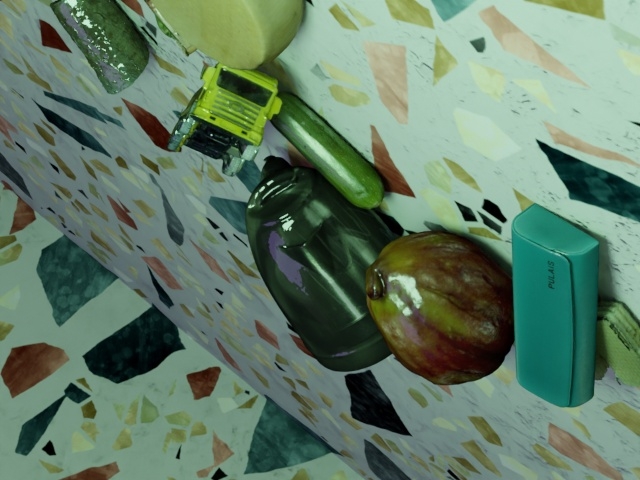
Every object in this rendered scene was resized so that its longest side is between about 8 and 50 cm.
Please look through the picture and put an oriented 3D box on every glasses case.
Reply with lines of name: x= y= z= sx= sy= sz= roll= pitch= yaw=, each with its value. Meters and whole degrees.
glasses case: x=0.312 y=0.100 z=1.600 sx=0.117 sy=0.070 sz=0.301 roll=35 pitch=147 yaw=39

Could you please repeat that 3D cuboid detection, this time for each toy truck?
toy truck: x=-0.142 y=-0.198 z=1.786 sx=0.124 sy=0.157 sz=0.272 roll=23 pitch=171 yaw=-11

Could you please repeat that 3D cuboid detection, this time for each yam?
yam: x=-0.370 y=-0.351 z=2.011 sx=0.107 sy=0.107 sz=0.183 roll=11 pitch=141 yaw=57

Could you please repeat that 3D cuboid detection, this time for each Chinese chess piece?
Chinese chess piece: x=-0.136 y=-0.344 z=1.578 sx=0.251 sy=0.097 sz=0.251 roll=36 pitch=160 yaw=15

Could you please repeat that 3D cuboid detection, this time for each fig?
fig: x=0.181 y=0.097 z=1.755 sx=0.224 sy=0.224 sz=0.263 roll=20 pitch=148 yaw=47

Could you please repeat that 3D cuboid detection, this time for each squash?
squash: x=0.009 y=-0.135 z=1.800 sx=0.229 sy=0.066 sz=0.066 roll=43 pitch=161 yaw=-1

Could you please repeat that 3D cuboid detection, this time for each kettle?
kettle: x=0.000 y=0.000 z=1.929 sx=0.324 sy=0.228 sz=0.321 roll=55 pitch=-169 yaw=-31

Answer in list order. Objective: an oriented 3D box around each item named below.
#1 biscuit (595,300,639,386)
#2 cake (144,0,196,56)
biscuit: x=0.385 y=0.148 z=1.701 sx=0.147 sy=0.046 sz=0.250 roll=48 pitch=160 yaw=-16
cake: x=-0.220 y=-0.362 z=1.794 sx=0.109 sy=0.090 sz=0.225 roll=50 pitch=178 yaw=-28
